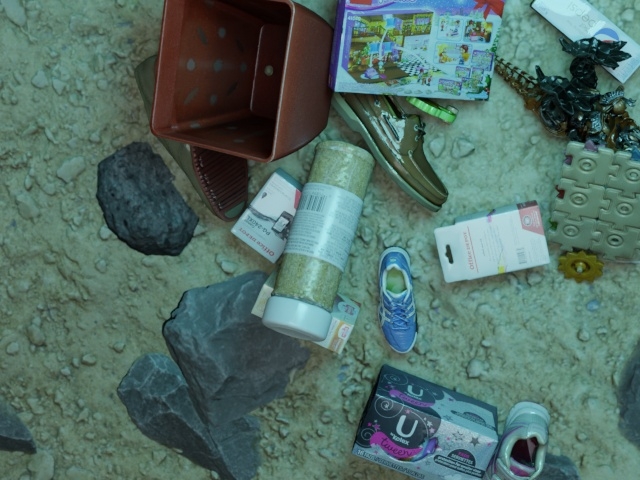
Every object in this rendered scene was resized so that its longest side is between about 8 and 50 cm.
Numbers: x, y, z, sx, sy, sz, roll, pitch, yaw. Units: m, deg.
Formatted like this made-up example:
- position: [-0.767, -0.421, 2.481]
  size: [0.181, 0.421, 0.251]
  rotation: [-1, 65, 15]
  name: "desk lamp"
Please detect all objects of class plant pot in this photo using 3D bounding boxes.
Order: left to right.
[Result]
- position: [-0.111, -0.295, 1.847]
  size: [0.267, 0.236, 0.267]
  rotation: [16, 104, 29]
  name: "plant pot"

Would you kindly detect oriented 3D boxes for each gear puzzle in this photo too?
- position: [0.500, -0.043, 1.872]
  size: [0.176, 0.044, 0.338]
  rotation: [13, 137, 12]
  name: "gear puzzle"

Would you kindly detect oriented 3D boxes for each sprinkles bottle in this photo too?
- position: [0.000, 0.000, 1.896]
  size: [0.121, 0.121, 0.355]
  rotation: [16, 77, 4]
  name: "sprinkles bottle"

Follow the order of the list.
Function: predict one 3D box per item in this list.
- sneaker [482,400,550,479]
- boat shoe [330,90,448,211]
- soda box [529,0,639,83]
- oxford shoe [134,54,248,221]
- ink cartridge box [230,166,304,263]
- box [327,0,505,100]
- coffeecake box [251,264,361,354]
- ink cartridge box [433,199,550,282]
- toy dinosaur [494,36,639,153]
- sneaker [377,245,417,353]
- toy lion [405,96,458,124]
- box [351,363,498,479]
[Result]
- position: [0.374, 0.443, 2.038]
  size: [0.103, 0.111, 0.252]
  rotation: [16, 105, 4]
  name: "sneaker"
- position: [0.144, -0.191, 1.924]
  size: [0.104, 0.110, 0.307]
  rotation: [-41, 95, 16]
  name: "boat shoe"
- position: [0.473, -0.373, 1.852]
  size: [0.216, 0.074, 0.069]
  rotation: [40, 105, -3]
  name: "soda box"
- position: [-0.244, -0.197, 1.999]
  size: [0.130, 0.123, 0.348]
  rotation: [-3, 113, 45]
  name: "oxford shoe"
- position: [-0.085, -0.047, 2.015]
  size: [0.109, 0.063, 0.150]
  rotation: [37, 104, -3]
  name: "ink cartridge box"
- position: [0.169, -0.355, 1.834]
  size: [0.293, 0.057, 0.200]
  rotation: [2, 110, -16]
  name: "box"
- position: [-0.024, 0.130, 2.007]
  size: [0.186, 0.142, 0.068]
  rotation: [25, 106, 1]
  name: "coffeecake box"
- position: [0.320, 0.003, 1.967]
  size: [0.198, 0.067, 0.115]
  rotation: [-12, 101, 9]
  name: "ink cartridge box"
- position: [0.441, -0.234, 1.841]
  size: [0.322, 0.218, 0.164]
  rotation: [12, 67, 11]
  name: "toy dinosaur"
- position: [0.143, 0.121, 2.012]
  size: [0.080, 0.081, 0.211]
  rotation: [-7, 103, 8]
  name: "sneaker"
- position: [0.202, -0.243, 1.911]
  size: [0.100, 0.096, 0.034]
  rotation: [29, 105, 0]
  name: "toy lion"
- position: [0.204, 0.364, 2.017]
  size: [0.247, 0.163, 0.142]
  rotation: [20, 107, 3]
  name: "box"
